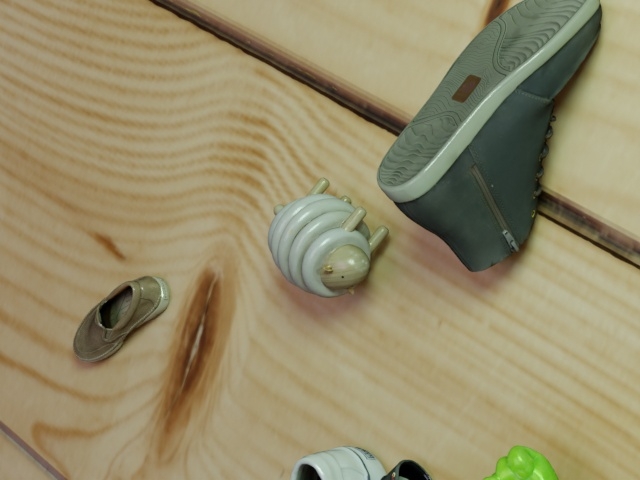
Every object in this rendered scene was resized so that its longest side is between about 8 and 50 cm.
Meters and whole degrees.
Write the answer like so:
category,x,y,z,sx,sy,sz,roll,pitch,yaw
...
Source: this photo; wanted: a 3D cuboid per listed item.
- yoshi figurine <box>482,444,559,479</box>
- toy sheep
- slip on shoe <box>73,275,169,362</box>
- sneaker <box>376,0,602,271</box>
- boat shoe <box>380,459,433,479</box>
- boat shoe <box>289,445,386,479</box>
category,x,y,z,sx,sy,sz,roll,pitch,yaw
yoshi figurine,0.153,0.238,1.229,0.362,0.203,0.203,-23,70,36
toy sheep,0.000,0.000,1.472,0.132,0.091,0.091,40,115,52
slip on shoe,-0.200,0.075,1.678,0.135,0.041,0.051,-32,67,37
sneaker,0.151,-0.088,1.351,0.222,0.118,0.083,-47,33,-2
boat shoe,0.088,0.234,1.396,0.042,0.049,0.133,-58,48,34
boat shoe,-0.008,0.299,1.456,0.095,0.084,0.258,2,89,43
